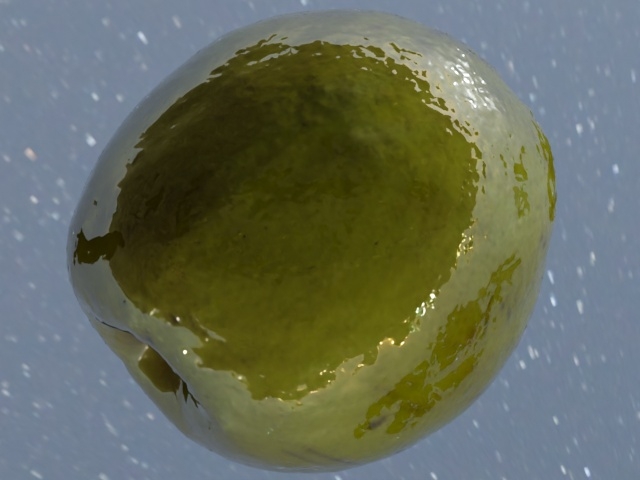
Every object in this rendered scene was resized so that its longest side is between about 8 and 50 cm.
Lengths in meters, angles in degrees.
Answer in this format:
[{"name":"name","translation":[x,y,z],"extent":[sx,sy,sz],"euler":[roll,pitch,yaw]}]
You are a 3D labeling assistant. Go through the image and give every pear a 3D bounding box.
[{"name":"pear","translation":[0.000,0.000,0.567],"extent":[0.162,0.149,0.149],"euler":[-35,-119,-27]}]
